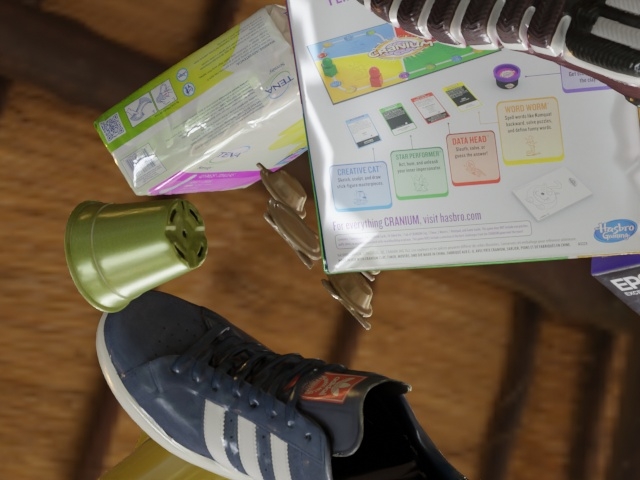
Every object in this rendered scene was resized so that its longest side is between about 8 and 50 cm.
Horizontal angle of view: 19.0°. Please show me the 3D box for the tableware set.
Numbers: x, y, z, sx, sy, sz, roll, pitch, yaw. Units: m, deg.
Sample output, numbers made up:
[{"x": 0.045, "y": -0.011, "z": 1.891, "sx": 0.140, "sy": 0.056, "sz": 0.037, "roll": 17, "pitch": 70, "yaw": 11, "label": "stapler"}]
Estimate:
[{"x": 0.000, "y": 0.000, "z": 1.616, "sx": 0.141, "sy": 0.020, "sz": 0.168, "roll": 44, "pitch": -163, "yaw": -17, "label": "tableware set"}]

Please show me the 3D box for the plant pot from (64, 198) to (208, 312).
[{"x": -0.126, "y": 0.003, "z": 1.363, "sx": 0.083, "sy": 0.079, "sz": 0.083, "roll": 33, "pitch": -131, "yaw": -50, "label": "plant pot"}]

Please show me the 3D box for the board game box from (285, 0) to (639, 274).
[{"x": 0.102, "y": -0.142, "z": 1.318, "sx": 0.064, "sy": 0.242, "sz": 0.316, "roll": -45, "pitch": -50, "yaw": -67, "label": "board game box"}]

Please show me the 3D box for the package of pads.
[{"x": -0.058, "y": -0.140, "z": 1.923, "sx": 0.101, "sy": 0.229, "sz": 0.296, "roll": 61, "pitch": -160, "yaw": 7, "label": "package of pads"}]

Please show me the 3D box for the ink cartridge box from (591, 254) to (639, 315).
[{"x": 0.346, "y": 0.020, "z": 1.674, "sx": 0.208, "sy": 0.206, "sz": 0.045, "roll": 38, "pitch": -124, "yaw": -29, "label": "ink cartridge box"}]

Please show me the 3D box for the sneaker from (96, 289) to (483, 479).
[{"x": -0.016, "y": 0.128, "z": 1.463, "sx": 0.131, "sy": 0.350, "sz": 0.148, "roll": -48, "pitch": -12, "yaw": -38, "label": "sneaker"}]

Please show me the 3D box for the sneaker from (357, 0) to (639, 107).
[{"x": 0.137, "y": -0.133, "z": 1.128, "sx": 0.162, "sy": 0.281, "sz": 0.106, "roll": 26, "pitch": -87, "yaw": -54, "label": "sneaker"}]

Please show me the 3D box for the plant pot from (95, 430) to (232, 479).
[{"x": -0.144, "y": 0.302, "z": 1.852, "sx": 0.239, "sy": 0.254, "sz": 0.254, "roll": -22, "pitch": -71, "yaw": -34, "label": "plant pot"}]
